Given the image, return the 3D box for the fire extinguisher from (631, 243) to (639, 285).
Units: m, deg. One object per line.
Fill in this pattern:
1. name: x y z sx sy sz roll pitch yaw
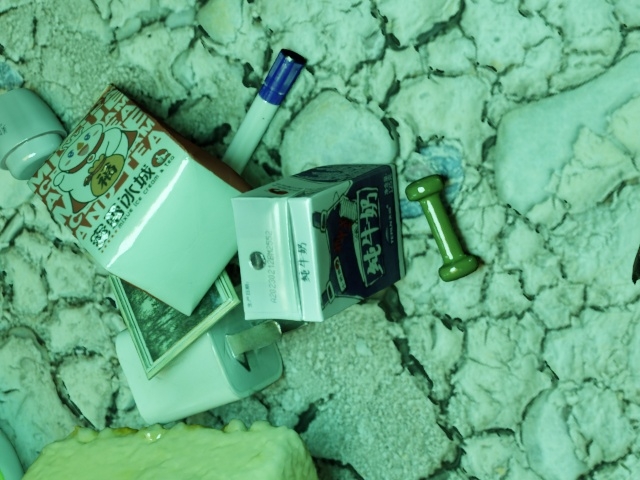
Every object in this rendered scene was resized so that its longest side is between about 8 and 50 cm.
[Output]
1. fire extinguisher: 0.395 -0.054 1.671 0.075 0.106 0.252 44 118 -10

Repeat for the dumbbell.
1. dumbbell: 0.132 -0.014 1.845 0.046 0.052 0.118 -23 91 6

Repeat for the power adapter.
1. power adapter: -0.111 0.123 1.955 0.205 0.130 0.125 -21 90 28

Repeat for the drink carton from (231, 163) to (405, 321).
1. drink carton: 0.000 -0.001 1.817 0.102 0.222 0.134 2 102 27

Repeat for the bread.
1. bread: -0.165 0.428 1.925 0.371 0.279 0.390 -5 116 24

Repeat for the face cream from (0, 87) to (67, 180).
1. face cream: -0.358 -0.129 2.047 0.091 0.091 0.095 -37 76 28

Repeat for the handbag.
1. handbag: -0.209 -0.064 1.925 0.171 0.151 0.298 -53 41 4

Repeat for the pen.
1. pen: -0.091 -0.104 1.950 0.033 0.033 0.269 37 116 15

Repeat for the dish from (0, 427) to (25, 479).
1. dish: -0.485 0.318 2.197 0.324 0.124 0.324 11 112 28

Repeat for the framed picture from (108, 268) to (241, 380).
1. framed picture: -0.172 0.054 1.930 0.142 0.011 0.183 -41 44 12
